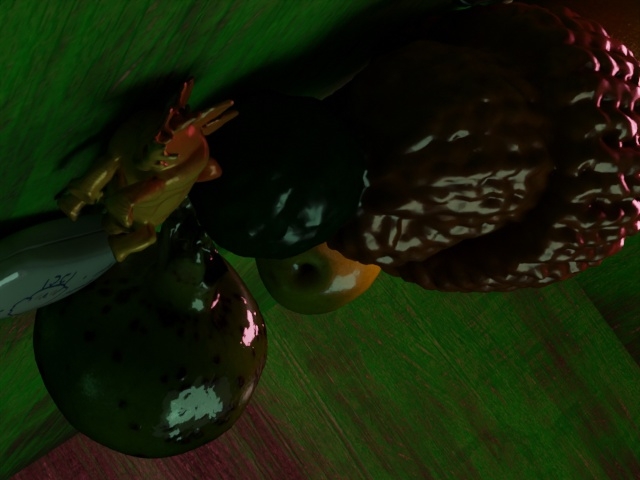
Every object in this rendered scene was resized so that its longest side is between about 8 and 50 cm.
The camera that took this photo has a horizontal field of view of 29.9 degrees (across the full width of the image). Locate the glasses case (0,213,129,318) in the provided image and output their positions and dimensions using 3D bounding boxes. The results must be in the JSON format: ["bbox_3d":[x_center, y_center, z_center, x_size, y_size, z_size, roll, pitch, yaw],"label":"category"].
[{"bbox_3d":[-0.205,0.018,0.891,0.076,0.049,0.197,-37,176,18],"label":"glasses case"}]

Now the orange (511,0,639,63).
[{"bbox_3d":[0.286,-0.211,1.254,0.206,0.206,0.206,-35,175,-3],"label":"orange"}]

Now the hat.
[{"bbox_3d":[0.084,-0.095,0.997,0.400,0.285,0.285,8,142,-47],"label":"hat"}]

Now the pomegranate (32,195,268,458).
[{"bbox_3d":[-0.139,0.075,1.050,0.211,0.211,0.263,-30,161,-48],"label":"pomegranate"}]

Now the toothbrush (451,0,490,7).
[{"bbox_3d":[0.233,-0.279,1.119,0.035,0.042,0.413,8,-154,37],"label":"toothbrush"}]

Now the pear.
[{"bbox_3d":[0.000,0.000,1.589,0.180,0.166,0.216,-51,-169,24],"label":"pear"}]

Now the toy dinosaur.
[{"bbox_3d":[-0.106,-0.055,0.795,0.117,0.070,0.288,-45,-177,-21],"label":"toy dinosaur"}]
